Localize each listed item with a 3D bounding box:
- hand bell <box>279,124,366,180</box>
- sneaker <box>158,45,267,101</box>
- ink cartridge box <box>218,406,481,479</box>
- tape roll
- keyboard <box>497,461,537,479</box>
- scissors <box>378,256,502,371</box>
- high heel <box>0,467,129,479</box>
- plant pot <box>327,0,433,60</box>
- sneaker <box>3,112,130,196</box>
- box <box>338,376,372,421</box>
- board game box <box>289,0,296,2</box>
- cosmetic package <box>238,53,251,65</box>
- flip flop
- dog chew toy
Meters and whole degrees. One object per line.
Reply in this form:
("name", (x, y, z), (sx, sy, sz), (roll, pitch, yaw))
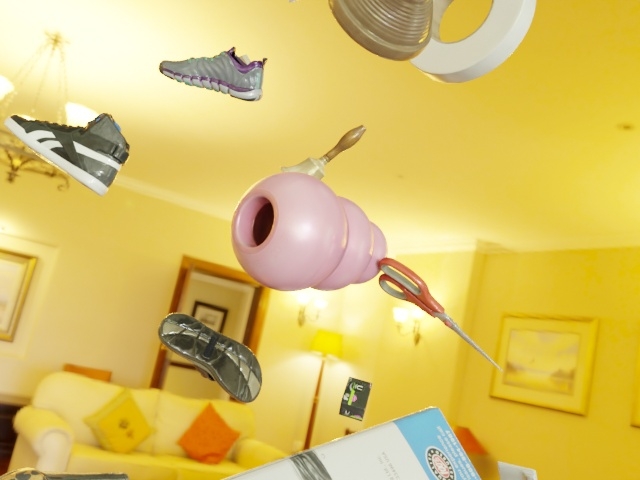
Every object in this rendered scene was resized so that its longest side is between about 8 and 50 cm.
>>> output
("hand bell", (0.023, -0.225, 1.733), (0.126, 0.242, 0.126), (49, 4, -5))
("sneaker", (-0.217, -0.356, 1.332), (0.224, 0.098, 0.083), (16, 17, 4))
("ink cartridge box", (0.020, 0.353, 0.611), (0.395, 0.285, 0.166), (-1, -37, -45))
("tape roll", (0.397, -0.628, 1.803), (0.392, 0.391, 0.072), (2, -12, 41))
("keyboard", (0.395, 0.526, 1.267), (0.072, 0.014, 0.255), (7, -54, 38))
("scissors", (0.223, 0.136, 1.189), (0.297, 0.021, 0.109), (37, -30, 11))
("high heel", (-0.307, 0.392, 0.730), (0.093, 0.261, 0.186), (-27, -32, 35))
("plant pot", (0.138, -0.481, 1.281), (0.238, 0.237, 0.110), (16, -33, -22))
("sneaker", (-0.399, -0.171, 1.064), (0.217, 0.121, 0.079), (33, -12, 13))
("box", (0.085, 0.384, 1.582), (0.062, 0.083, 0.052), (14, -51, 8))
("board game box", (-0.052, -0.692, 1.742), (0.090, 0.090, 0.020), (-6, 15, 30))
("cosmetic package", (-0.236, -0.448, 1.745), (0.115, 0.060, 0.041), (-31, 0, -27))
("flip flop", (-0.248, 0.264, 1.466), (0.277, 0.112, 0.080), (35, -35, -13))
("dog chew toy", (0.000, 0.000, 1.177), (0.207, 0.206, 0.332), (3, -9, 41))
